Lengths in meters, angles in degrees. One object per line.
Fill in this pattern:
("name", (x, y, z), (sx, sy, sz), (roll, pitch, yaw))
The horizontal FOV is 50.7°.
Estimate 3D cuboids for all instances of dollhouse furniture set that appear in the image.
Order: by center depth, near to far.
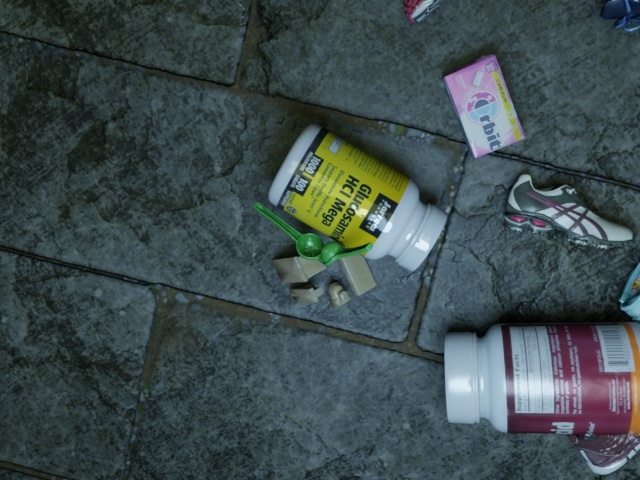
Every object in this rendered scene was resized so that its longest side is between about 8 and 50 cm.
("dollhouse furniture set", (0.007, 0.072, 1.485), (0.151, 0.123, 0.144), (-29, 99, -26))

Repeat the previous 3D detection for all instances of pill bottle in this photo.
("pill bottle", (0.077, -0.080, 1.369), (0.334, 0.188, 0.188), (30, 101, -1))
("pill bottle", (0.456, 0.281, 1.380), (0.392, 0.224, 0.224), (-2, 100, 13))

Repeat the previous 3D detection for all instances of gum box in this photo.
("gum box", (0.329, -0.276, 1.378), (0.107, 0.062, 0.188), (-22, 98, 8))

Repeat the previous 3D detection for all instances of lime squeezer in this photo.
("lime squeezer", (0.000, 0.000, 1.337), (0.310, 0.059, 0.110), (21, 134, 40))

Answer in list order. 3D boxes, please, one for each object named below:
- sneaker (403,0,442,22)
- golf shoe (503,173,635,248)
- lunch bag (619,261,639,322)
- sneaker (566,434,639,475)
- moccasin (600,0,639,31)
("sneaker", (0.289, -0.533, 1.313), (0.299, 0.121, 0.112), (-40, 126, 18))
("golf shoe", (0.519, -0.053, 1.388), (0.273, 0.105, 0.120), (13, 94, 1))
("lunch bag", (0.767, 0.094, 1.367), (0.223, 0.160, 0.262), (34, 95, -3))
("sneaker", (0.653, 0.368, 1.453), (0.281, 0.106, 0.162), (-44, 91, 11))
("moccasin", (0.579, -0.477, 1.305), (0.342, 0.138, 0.117), (39, 105, 11))
